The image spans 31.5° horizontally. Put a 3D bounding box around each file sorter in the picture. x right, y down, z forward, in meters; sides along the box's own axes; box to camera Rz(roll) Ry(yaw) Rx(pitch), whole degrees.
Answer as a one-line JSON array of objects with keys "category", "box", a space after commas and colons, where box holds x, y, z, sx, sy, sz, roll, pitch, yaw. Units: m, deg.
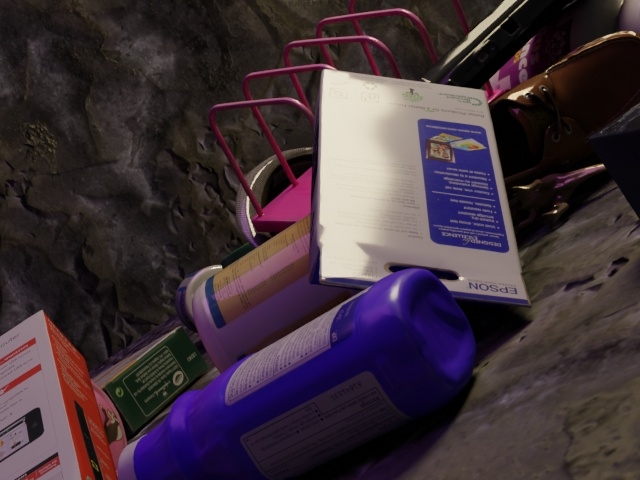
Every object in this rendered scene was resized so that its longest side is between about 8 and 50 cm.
[{"category": "file sorter", "box": [0.040, -0.163, 1.370, 0.202, 0.182, 0.290, 3, 38, 49]}]

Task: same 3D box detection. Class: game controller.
[{"category": "game controller", "box": [0.201, -0.212, 1.254, 0.319, 0.067, 0.166, -43, -8, -19]}]

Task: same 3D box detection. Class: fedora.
[{"category": "fedora", "box": [0.000, 0.000, 1.510, 0.275, 0.243, 0.124, -96, 16, -46]}]

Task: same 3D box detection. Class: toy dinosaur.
[{"category": "toy dinosaur", "box": [0.232, -0.050, 1.129, 0.183, 0.053, 0.092, -29, 4, 45]}]

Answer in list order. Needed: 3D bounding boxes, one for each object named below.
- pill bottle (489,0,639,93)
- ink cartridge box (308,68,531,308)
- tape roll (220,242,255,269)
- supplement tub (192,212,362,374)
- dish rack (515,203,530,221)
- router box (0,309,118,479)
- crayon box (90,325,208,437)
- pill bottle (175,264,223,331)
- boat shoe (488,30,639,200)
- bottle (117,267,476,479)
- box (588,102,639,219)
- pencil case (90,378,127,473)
[{"category": "pill bottle", "box": [0.340, -0.210, 1.352, 0.169, 0.169, 0.301, -35, 4, -23]}, {"category": "ink cartridge box", "box": [0.074, -0.035, 0.970, 0.333, 0.165, 0.065, -87, 7, -55]}, {"category": "tape roll", "box": [0.003, -0.002, 1.774, 0.321, 0.077, 0.321, -25, -4, -2]}, {"category": "supplement tub", "box": [-0.004, 0.055, 1.070, 0.199, 0.144, 0.144, -32, 4, 10]}, {"category": "dish rack", "box": [0.150, -0.049, 1.328, 0.271, 0.074, 0.208, -28, 18, 21]}, {"category": "router box", "box": [-0.354, 0.250, 1.040, 0.335, 0.082, 0.301, -33, 31, -1]}, {"category": "crayon box", "box": [-0.342, 0.261, 1.692, 0.323, 0.083, 0.203, -30, 5, 34]}, {"category": "pill bottle", "box": [-0.196, 0.110, 2.044, 0.124, 0.124, 0.221, -34, 5, -13]}, {"category": "boat shoe", "box": [0.223, -0.109, 1.162, 0.307, 0.111, 0.104, -38, -10, 6]}, {"category": "bottle", "box": [-0.026, 0.122, 0.816, 0.282, 0.092, 0.118, -32, 4, 25]}, {"category": "box", "box": [0.289, -0.079, 0.758, 0.158, 0.093, 0.156, -35, 4, -4]}, {"category": "pencil case", "box": [-0.407, 0.291, 1.304, 0.386, 0.160, 0.167, -31, 9, 21]}]
